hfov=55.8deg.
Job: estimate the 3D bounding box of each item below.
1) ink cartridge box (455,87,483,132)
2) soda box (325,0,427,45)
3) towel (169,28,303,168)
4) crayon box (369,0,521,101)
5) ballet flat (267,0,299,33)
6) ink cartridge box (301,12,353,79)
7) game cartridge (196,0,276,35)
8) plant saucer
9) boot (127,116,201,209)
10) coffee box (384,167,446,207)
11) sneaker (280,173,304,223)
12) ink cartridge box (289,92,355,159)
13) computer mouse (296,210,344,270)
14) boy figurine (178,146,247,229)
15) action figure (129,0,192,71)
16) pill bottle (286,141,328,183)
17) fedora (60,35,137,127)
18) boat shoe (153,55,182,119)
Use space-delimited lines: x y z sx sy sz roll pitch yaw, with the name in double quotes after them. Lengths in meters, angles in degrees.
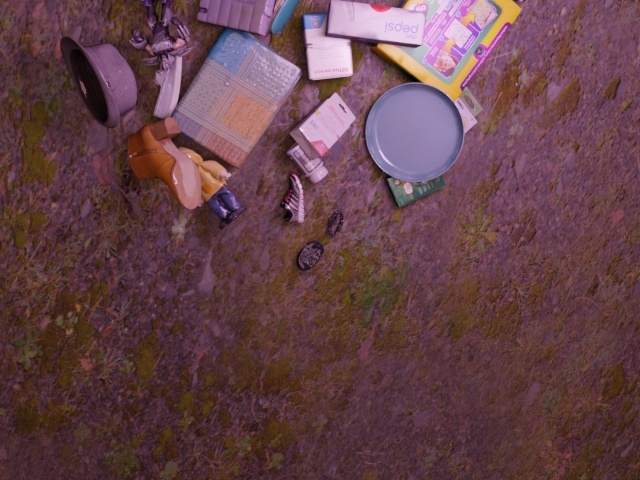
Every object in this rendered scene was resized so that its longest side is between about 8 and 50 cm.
0.442 -0.402 2.001 0.209 0.062 0.109 -41 107 3 "ink cartridge box"
0.161 -0.637 1.780 0.286 0.091 0.098 6 102 -5 "soda box"
-0.263 -0.444 1.865 0.271 0.040 0.370 32 93 -19 "towel"
0.390 -0.665 1.898 0.313 0.106 0.363 34 99 -14 "crayon box"
-0.082 -0.781 1.797 0.123 0.123 0.348 35 98 -16 "ballet flat"
0.020 -0.601 1.869 0.139 0.082 0.190 -7 107 -6 "ink cartridge box"
-0.217 -0.788 1.739 0.230 0.068 0.355 18 103 15 "game cartridge"
0.304 -0.347 1.949 0.317 0.044 0.317 6 110 17 "plant saucer"
-0.480 -0.210 1.832 0.211 0.104 0.295 -19 87 38 "boot"
0.323 -0.200 2.049 0.184 0.040 0.113 -26 107 -1 "coffee box"
-0.097 -0.133 1.989 0.075 0.063 0.170 -9 111 -13 "sneaker"
0.010 -0.364 1.916 0.115 0.067 0.198 50 63 -18 "ink cartridge box"
0.000 0.000 2.061 0.071 0.041 0.242 38 90 -15 "computer mouse"
-0.352 -0.181 1.900 0.177 0.092 0.285 -30 101 37 "boy figurine"
-0.468 -0.626 1.749 0.185 0.099 0.285 -8 89 11 "action figure"
-0.041 -0.256 1.957 0.078 0.078 0.137 -38 108 3 "pill bottle"
-0.625 -0.472 1.755 0.124 0.244 0.275 -32 108 -30 "fedora"
-0.465 -0.477 1.827 0.081 0.079 0.227 8 107 -16 "boat shoe"
